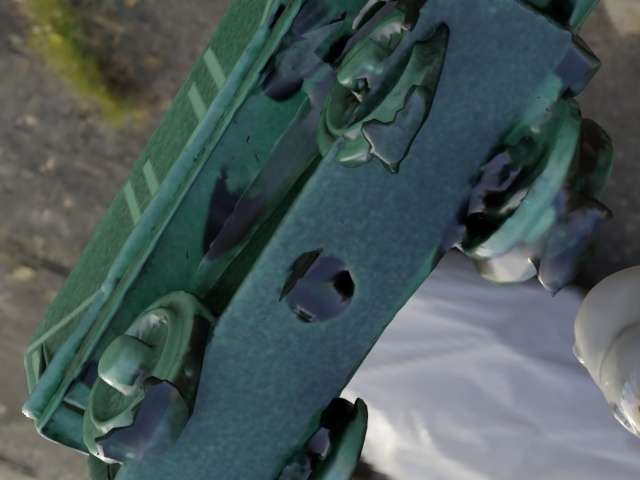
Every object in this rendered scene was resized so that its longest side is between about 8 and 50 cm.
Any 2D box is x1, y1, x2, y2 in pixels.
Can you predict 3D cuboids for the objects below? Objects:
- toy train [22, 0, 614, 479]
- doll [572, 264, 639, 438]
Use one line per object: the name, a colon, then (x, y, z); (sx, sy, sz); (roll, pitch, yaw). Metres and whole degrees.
toy train: (0.000, 0.000, 0.618); (0.115, 0.154, 0.269); (28, 105, -16)
doll: (0.262, 0.024, 1.042); (0.162, 0.166, 0.269); (21, 110, -21)
